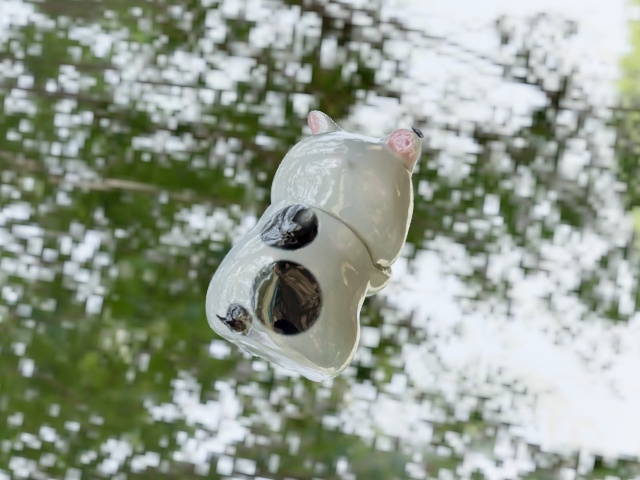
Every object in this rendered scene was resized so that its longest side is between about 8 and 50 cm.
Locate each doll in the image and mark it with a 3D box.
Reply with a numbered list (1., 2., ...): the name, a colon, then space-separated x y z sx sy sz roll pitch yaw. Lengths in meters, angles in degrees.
1. doll: -0.002 0.007 1.235 0.180 0.110 0.107 -59 -32 -21
